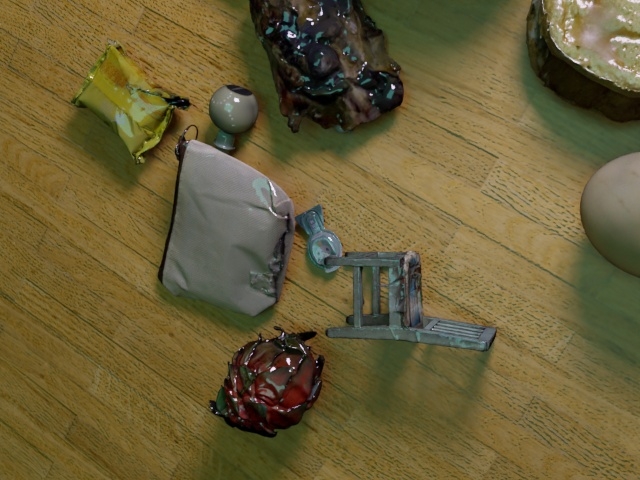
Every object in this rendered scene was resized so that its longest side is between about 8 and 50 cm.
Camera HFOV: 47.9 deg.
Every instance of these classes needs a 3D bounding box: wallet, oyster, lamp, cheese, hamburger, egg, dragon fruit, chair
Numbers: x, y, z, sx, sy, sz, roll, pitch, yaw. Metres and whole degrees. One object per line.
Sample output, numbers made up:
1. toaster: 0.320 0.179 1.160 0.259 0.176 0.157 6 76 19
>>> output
1. wallet: -0.178 -0.015 1.327 0.274 0.068 0.336 24 116 19
2. oyster: 0.004 -0.362 1.222 0.221 0.096 0.361 -18 92 -5
3. lamp: -0.173 -0.204 1.333 0.091 0.091 0.163 30 117 16
4. cheese: 0.000 0.000 1.305 0.067 0.026 0.121 -26 83 18
5. hamburger: 0.445 -0.293 1.079 0.308 0.132 0.211 32 103 16
6. egg: 0.500 -0.030 1.044 0.241 0.186 0.186 26 101 15
7. dragon fruit: -0.089 0.254 1.276 0.182 0.182 0.189 40 122 13
8. chair: 0.152 0.091 1.198 0.270 0.136 0.147 1 94 21

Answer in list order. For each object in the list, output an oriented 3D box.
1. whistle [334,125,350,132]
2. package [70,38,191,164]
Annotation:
1. whistle: 0.020 -0.227 1.283 0.100 0.035 0.035 46 105 13
2. package: -0.370 -0.270 1.389 0.226 0.090 0.168 42 102 10
